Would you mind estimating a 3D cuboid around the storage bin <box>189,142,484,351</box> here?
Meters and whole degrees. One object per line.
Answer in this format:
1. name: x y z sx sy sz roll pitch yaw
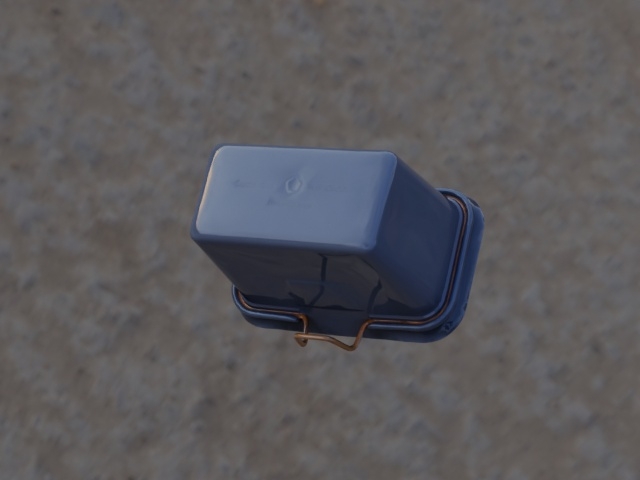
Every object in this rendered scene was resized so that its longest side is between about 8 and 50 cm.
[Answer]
1. storage bin: 0.000 0.000 0.933 0.135 0.091 0.098 4 69 29
